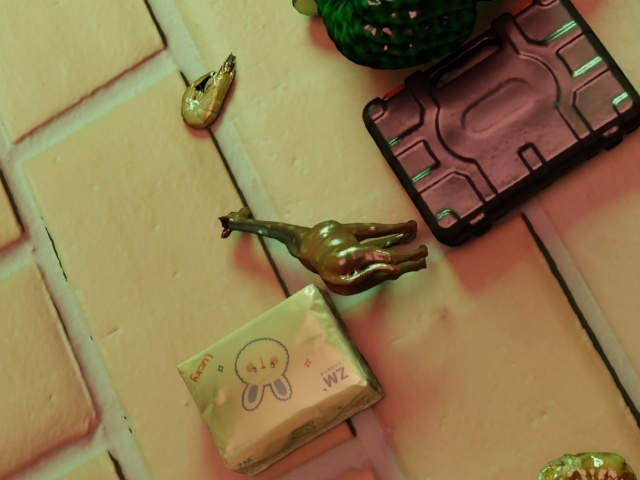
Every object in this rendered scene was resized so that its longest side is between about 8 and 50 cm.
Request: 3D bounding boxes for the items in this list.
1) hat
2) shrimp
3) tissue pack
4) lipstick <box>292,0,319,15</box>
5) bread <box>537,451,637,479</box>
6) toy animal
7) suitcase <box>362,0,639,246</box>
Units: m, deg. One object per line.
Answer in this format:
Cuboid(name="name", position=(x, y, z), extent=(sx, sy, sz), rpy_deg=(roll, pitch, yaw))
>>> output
Cuboid(name="hat", position=(0.152, -0.350, 1.632), extent=(0.332, 0.242, 0.274), rpy_deg=(-15, 64, -14))
Cuboid(name="shrimp", position=(-0.145, -0.194, 1.806), extent=(0.059, 0.023, 0.108), rpy_deg=(19, 82, 29))
Cuboid(name="tissue pack", position=(-0.046, 0.162, 1.648), extent=(0.196, 0.092, 0.148), rpy_deg=(-32, 69, 6))
Cuboid(name="lipstick", position=(0.018, -0.430, 1.788), extent=(0.076, 0.076, 0.304), rpy_deg=(4, 77, 18))
Cuboid(name="bread", position=(0.288, 0.263, 1.540), extent=(0.110, 0.060, 0.066), rpy_deg=(-7, 90, 16))
Cuboid(name="toy animal", position=(0.000, 0.000, 1.665), extent=(0.230, 0.224, 0.066), rpy_deg=(-9, 118, -4))
Cuboid(name="suitcase", position=(0.213, -0.146, 1.662), extent=(0.285, 0.066, 0.206), rpy_deg=(-33, 69, 6))
